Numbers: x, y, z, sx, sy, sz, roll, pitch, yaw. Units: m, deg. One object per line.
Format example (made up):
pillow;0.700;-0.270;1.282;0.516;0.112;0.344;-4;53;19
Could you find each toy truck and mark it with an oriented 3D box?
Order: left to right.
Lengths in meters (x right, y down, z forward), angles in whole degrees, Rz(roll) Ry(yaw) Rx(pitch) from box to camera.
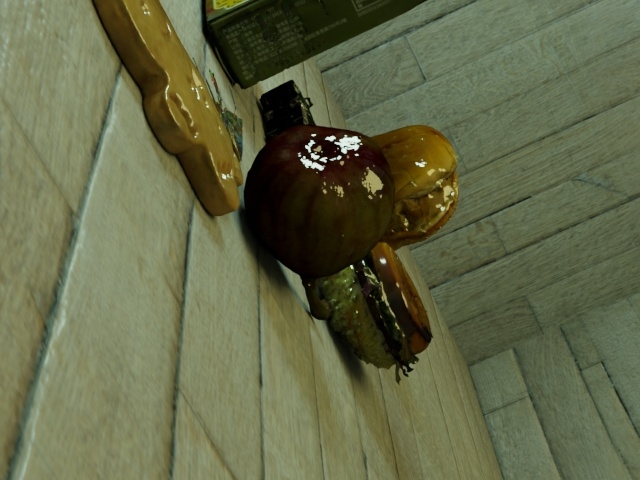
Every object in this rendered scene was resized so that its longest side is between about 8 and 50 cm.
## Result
toy truck;-0.044;-0.180;2.340;0.121;0.088;0.259;59;12;-35

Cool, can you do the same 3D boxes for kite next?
kite;-0.146;-0.188;1.965;0.183;0.010;0.160;29;41;-72

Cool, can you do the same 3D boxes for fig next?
fig;0.000;0.000;1.849;0.217;0.217;0.320;-104;-170;-53

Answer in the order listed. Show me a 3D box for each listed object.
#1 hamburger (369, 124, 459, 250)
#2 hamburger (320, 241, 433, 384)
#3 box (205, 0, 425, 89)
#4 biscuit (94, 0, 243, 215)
hamburger;0.130;-0.110;2.535;0.314;0.290;0.170;-101;168;-65
hamburger;0.089;0.112;2.135;0.261;0.139;0.243;66;9;9
box;0.002;-0.471;2.300;0.373;0.420;0.138;-101;166;-59
biscuit;-0.183;-0.203;1.602;0.275;0.052;0.355;-87;152;-74
